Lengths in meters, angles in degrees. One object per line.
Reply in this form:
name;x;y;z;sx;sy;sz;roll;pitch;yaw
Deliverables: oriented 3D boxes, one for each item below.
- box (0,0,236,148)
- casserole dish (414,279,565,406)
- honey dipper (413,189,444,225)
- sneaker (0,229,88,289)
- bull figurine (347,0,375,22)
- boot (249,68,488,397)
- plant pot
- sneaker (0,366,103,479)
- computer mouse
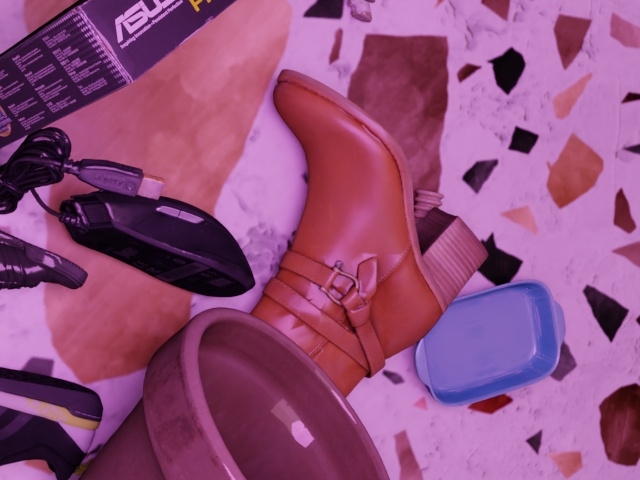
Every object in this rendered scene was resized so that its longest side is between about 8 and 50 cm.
box;-0.154;-0.165;0.810;0.216;0.270;0.060;-46;111;-34
casserole dish;0.174;0.106;1.135;0.188;0.037;0.114;-13;99;-23
honey dipper;0.097;0.029;1.099;0.030;0.030;0.161;10;91;-25
sneaker;-0.292;0.030;0.908;0.170;0.051;0.089;26;82;-19
bull figurine;0.040;-0.328;1.011;0.310;0.101;0.188;27;84;-24
boot;0.000;0.000;1.024;0.220;0.109;0.283;-44;109;-6
plant pot;-0.099;0.224;0.897;0.229;0.263;0.263;-37;111;17
sneaker;-0.293;0.153;0.894;0.234;0.084;0.097;17;87;-25
computer mouse;-0.150;-0.029;0.904;0.262;0.184;0.060;23;66;-24
